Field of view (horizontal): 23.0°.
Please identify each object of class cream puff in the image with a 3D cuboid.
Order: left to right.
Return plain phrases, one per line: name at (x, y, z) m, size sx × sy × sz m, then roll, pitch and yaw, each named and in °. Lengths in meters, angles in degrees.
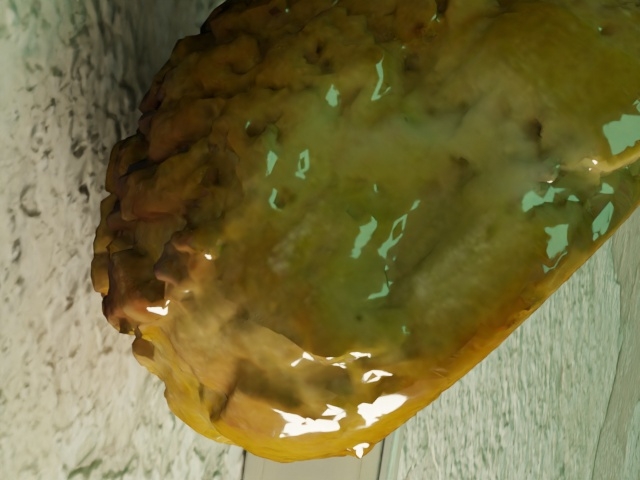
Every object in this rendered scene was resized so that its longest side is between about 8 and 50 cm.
cream puff at (0.028, -0.043, 0.851) m, size 0.327 × 0.231 × 0.343 m, roll -36°, pitch 173°, yaw -47°

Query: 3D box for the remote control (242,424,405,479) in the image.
remote control at (-0.008, 0.230, 1.121) m, size 0.055 × 0.103 × 0.277 m, roll -1°, pitch 100°, yaw -69°
